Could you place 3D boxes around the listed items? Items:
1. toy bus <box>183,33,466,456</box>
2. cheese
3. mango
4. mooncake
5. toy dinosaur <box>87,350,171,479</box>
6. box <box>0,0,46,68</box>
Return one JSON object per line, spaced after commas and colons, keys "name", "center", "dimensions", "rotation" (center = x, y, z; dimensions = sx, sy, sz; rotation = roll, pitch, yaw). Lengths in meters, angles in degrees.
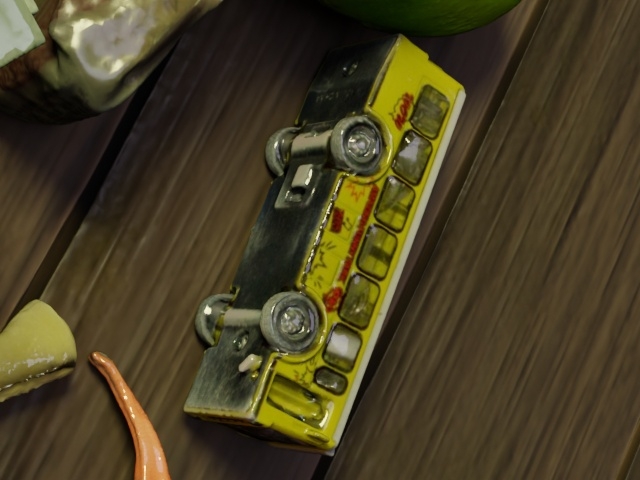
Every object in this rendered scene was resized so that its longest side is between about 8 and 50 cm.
{"name": "toy bus", "center": [0.000, 0.000, 0.875], "dimensions": [0.074, 0.081, 0.226], "rotation": [31, 69, -32]}
{"name": "cheese", "center": [-0.161, 0.058, 0.800], "dimensions": [0.083, 0.030, 0.044], "rotation": [-20, 77, -26]}
{"name": "mango", "center": [0.031, -0.169, 0.851], "dimensions": [0.233, 0.125, 0.111], "rotation": [5, 75, -56]}
{"name": "mooncake", "center": [-0.104, -0.114, 0.785], "dimensions": [0.073, 0.125, 0.130], "rotation": [44, 64, -17]}
{"name": "toy dinosaur", "center": [-0.088, 0.195, 0.821], "dimensions": [0.101, 0.055, 0.279], "rotation": [5, 82, -59]}
{"name": "box", "center": [-0.242, -0.139, 0.644], "dimensions": [0.117, 0.225, 0.225], "rotation": [-36, 106, -26]}
